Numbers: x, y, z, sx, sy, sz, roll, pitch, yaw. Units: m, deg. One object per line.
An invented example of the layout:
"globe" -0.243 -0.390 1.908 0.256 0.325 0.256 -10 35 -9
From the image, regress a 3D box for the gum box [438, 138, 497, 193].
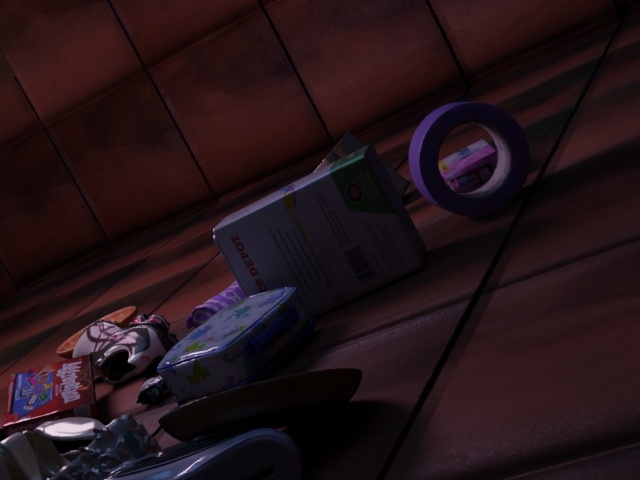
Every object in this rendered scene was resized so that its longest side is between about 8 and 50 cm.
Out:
"gum box" 0.280 -0.129 2.045 0.107 0.062 0.188 -27 10 6

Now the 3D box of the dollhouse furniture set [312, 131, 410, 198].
"dollhouse furniture set" 0.004 -0.030 2.310 0.355 0.174 0.303 -50 2 23

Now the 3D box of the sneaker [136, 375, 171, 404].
"sneaker" -0.250 0.234 1.739 0.098 0.038 0.069 -34 10 19

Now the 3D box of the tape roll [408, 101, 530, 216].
"tape roll" 0.246 -0.136 1.823 0.189 0.189 0.080 -29 11 -4

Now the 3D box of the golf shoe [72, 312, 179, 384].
"golf shoe" -0.386 0.209 2.023 0.273 0.105 0.120 -20 21 40

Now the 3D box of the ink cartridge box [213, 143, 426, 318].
"ink cartridge box" 0.000 0.000 1.757 0.278 0.201 0.117 -26 10 14

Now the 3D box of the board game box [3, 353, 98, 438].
"board game box" -0.451 0.257 1.840 0.145 0.027 0.281 -13 13 -11

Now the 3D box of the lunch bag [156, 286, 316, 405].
"lunch bag" -0.121 0.156 1.625 0.176 0.090 0.219 -20 13 40

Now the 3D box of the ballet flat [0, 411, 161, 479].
"ballet flat" -0.341 0.295 1.408 0.409 0.147 0.147 -20 13 38

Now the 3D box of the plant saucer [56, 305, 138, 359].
"plant saucer" -0.492 0.211 2.447 0.200 0.037 0.200 -28 10 5

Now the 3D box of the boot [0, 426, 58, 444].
"boot" -0.505 0.315 1.879 0.189 0.076 0.208 -17 12 -24

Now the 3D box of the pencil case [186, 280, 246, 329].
"pencil case" -0.140 0.104 1.925 0.088 0.086 0.206 18 32 25

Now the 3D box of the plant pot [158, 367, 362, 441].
"plant pot" -0.064 0.192 1.239 0.236 0.032 0.236 -13 -15 -4

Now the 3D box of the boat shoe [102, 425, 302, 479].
"boat shoe" -0.178 0.288 1.135 0.335 0.121 0.119 -19 1 -12
